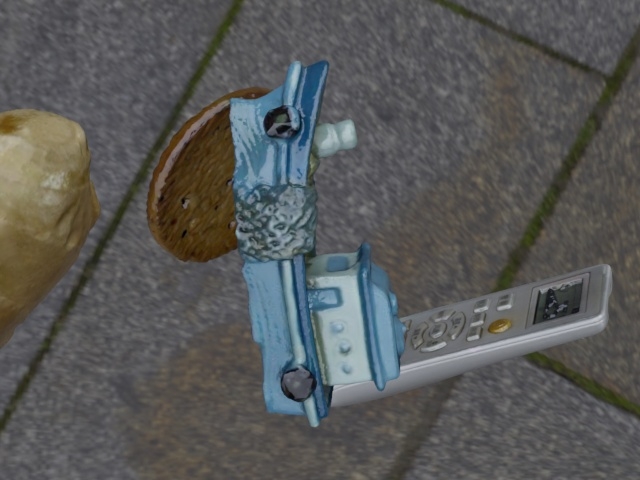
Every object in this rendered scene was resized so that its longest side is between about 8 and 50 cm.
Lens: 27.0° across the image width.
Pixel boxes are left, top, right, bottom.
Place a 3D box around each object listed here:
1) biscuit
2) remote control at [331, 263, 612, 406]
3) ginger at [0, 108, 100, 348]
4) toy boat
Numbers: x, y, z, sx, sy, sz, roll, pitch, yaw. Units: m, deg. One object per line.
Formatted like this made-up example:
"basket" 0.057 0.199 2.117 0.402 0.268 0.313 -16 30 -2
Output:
"biscuit" -0.091 -0.062 1.270 0.027 0.188 0.188 38 91 31
"remote control" 0.141 0.105 1.325 0.313 0.109 0.055 -17 110 23
"ginger" -0.298 0.080 0.670 0.122 0.363 0.348 30 109 33
"toy boat" 0.000 0.000 0.878 0.098 0.109 0.238 -6 106 7
